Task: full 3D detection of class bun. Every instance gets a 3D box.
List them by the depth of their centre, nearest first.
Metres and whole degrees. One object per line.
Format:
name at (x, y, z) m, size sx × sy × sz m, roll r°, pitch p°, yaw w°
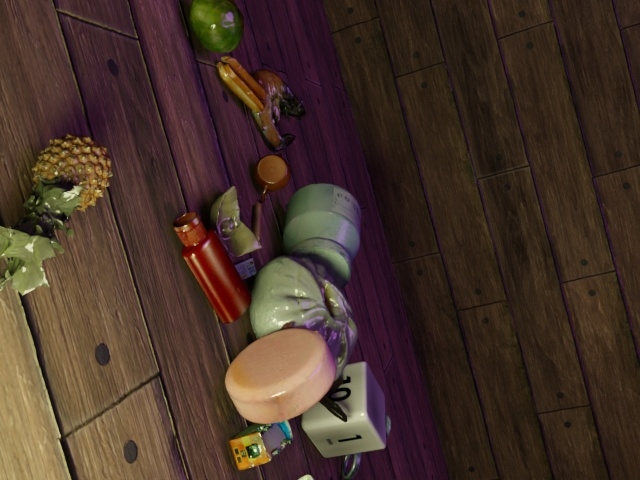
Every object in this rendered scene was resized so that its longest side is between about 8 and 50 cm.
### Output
bun at (-0.025, 0.200, 1.690) m, size 0.354 × 0.194 × 0.355 m, roll 38°, pitch 36°, yaw -35°

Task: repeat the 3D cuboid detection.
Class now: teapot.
teapot at (-0.145, -0.191, 1.923) m, size 0.116 × 0.116 × 0.173 m, roll 45°, pitch 61°, yaw -61°

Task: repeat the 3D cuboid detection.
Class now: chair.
chair at (0.028, 0.401, 1.762) m, size 0.101 × 0.212 × 0.084 m, roll -41°, pitch 125°, yaw -25°

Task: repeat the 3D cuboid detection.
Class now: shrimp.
shrimp at (-0.131, -0.433, 2.213) m, size 0.445 × 0.085 × 0.272 m, roll -8°, pitch 89°, yaw -71°

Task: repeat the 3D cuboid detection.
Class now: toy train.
toy train at (-0.129, 0.438, 1.418) m, size 0.188 × 0.099 × 0.072 m, roll -1°, pitch 75°, yaw -73°

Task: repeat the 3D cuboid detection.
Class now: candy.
candy at (-0.086, 0.288, 1.430) m, size 0.255 × 0.255 × 0.095 m, roll -74°, pitch 145°, yaw -61°

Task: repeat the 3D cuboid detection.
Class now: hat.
hat at (-0.232, -0.048, 1.588) m, size 0.173 × 0.144 × 0.166 m, roll 7°, pitch -59°, yaw 60°

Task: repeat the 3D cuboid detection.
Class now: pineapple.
pineapple at (-0.395, -0.048, 0.926) m, size 0.277 × 0.130 × 0.119 m, roll -86°, pitch -175°, yaw -53°

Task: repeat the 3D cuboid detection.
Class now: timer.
timer at (0.071, 0.491, 1.874) m, size 0.193 × 0.194 × 0.194 m, roll -86°, pitch 155°, yaw -47°

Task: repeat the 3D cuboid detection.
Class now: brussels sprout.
brussels sprout at (-0.278, -0.587, 1.743) m, size 0.161 × 0.144 × 0.180 m, roll 42°, pitch 29°, yaw 7°

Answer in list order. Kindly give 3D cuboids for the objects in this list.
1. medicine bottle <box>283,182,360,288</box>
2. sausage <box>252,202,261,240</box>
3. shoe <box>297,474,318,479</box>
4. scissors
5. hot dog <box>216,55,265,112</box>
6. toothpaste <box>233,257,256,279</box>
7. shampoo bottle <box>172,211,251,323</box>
medicine bottle at (0.000, 0.000, 1.989) m, size 0.290 × 0.244 × 0.245 m, roll -82°, pitch 153°, yaw -49°
sausage at (-0.178, -0.051, 1.809) m, size 0.024 × 0.024 × 0.132 m, roll 58°, pitch 24°, yaw -47°
shoe at (-0.016, 0.653, 1.578) m, size 0.363 × 0.131 × 0.160 m, roll 25°, pitch 47°, yaw -65°
scissors at (0.127, 0.563, 2.090) m, size 0.029 × 0.256 × 0.383 m, roll 27°, pitch 21°, yaw -17°
hot dog at (-0.228, -0.455, 1.912) m, size 0.235 × 0.062 × 0.092 m, roll 44°, pitch 39°, yaw -53°
toothpaste at (-0.203, 0.079, 1.591) m, size 0.164 × 0.034 × 0.046 m, roll -26°, pitch 102°, yaw -74°
shampoo bottle at (-0.239, 0.057, 1.424) m, size 0.102 × 0.064 × 0.260 m, roll -55°, pitch 132°, yaw -42°
